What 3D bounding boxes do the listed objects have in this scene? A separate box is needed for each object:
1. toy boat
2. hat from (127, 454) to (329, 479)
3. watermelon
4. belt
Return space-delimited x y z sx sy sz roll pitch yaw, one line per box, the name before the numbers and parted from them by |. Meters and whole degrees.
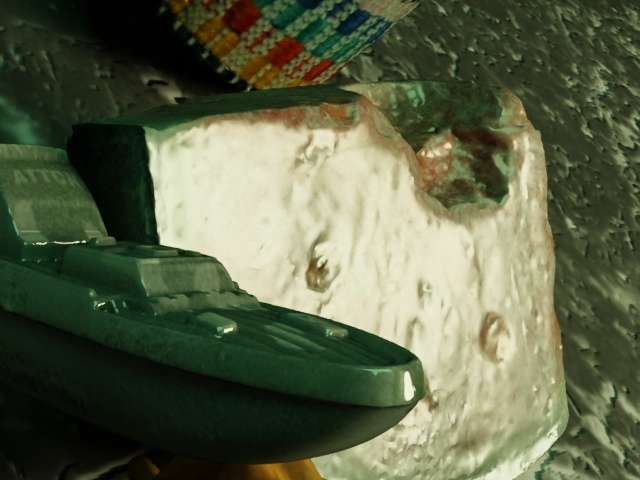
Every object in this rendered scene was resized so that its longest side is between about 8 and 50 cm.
toy boat | -0.074 0.017 0.445 0.261 0.085 0.078 15 10 37
hat | -0.052 0.155 0.474 0.233 0.244 0.233 58 -2 -32
watermelon | 0.000 0.000 0.624 0.148 0.226 0.318 15 -15 47
belt | -0.059 -0.226 0.867 0.207 0.160 0.295 24 33 -49
